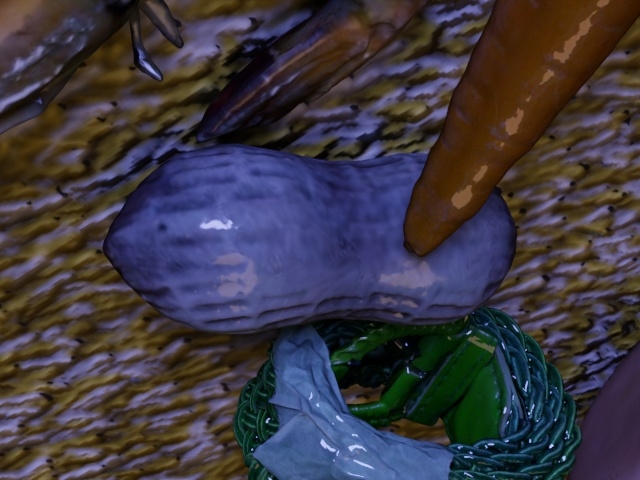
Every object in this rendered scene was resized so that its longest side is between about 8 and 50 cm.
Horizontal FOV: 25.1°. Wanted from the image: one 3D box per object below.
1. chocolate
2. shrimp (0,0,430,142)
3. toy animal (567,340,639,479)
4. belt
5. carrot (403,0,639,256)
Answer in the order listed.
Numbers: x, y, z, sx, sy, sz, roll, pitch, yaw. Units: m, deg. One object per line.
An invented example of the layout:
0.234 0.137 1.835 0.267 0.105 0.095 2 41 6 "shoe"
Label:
0.000 0.000 0.550 0.167 0.072 0.072 2 137 -27 "chocolate"
-0.074 -0.057 0.465 0.296 0.058 0.169 -35 143 11 "shrimp"
0.236 0.090 0.709 0.250 0.166 0.154 -36 97 8 "toy animal"
0.039 0.072 0.615 0.151 0.121 0.079 6 137 -25 "belt"
0.113 -0.122 0.446 0.069 0.069 0.336 8 128 -33 "carrot"
